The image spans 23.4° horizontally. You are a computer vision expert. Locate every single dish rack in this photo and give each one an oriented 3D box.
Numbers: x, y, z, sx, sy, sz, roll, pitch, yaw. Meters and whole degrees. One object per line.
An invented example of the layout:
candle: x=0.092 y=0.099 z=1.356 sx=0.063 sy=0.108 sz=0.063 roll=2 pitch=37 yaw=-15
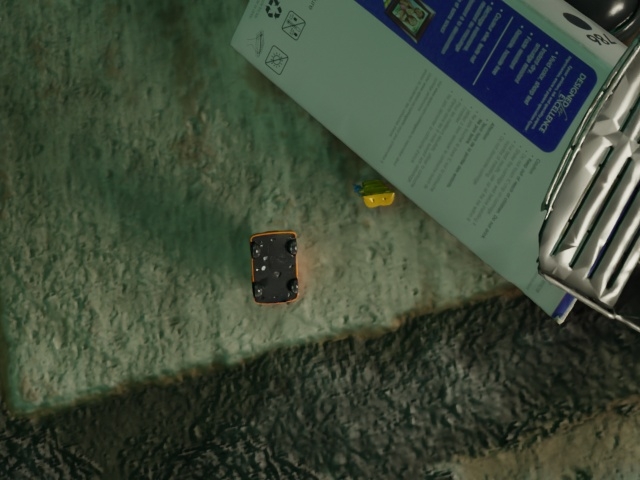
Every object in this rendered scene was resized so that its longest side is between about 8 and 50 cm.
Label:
dish rack: x=0.270 y=-0.006 z=0.913 sx=0.271 sy=0.074 sz=0.208 roll=29 pitch=89 yaw=-18

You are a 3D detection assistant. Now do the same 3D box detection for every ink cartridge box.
ink cartridge box: x=0.093 y=-0.110 z=1.052 sx=0.332 sy=0.065 sz=0.165 roll=43 pitch=120 yaw=24

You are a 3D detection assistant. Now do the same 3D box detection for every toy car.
toy car: x=0.000 y=0.000 z=1.121 sx=0.122 sy=0.060 sz=0.040 roll=-22 pitch=26 yaw=-1

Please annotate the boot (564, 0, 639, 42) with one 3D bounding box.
boot: x=0.138 y=-0.265 z=1.020 sx=0.094 sy=0.207 sz=0.246 roll=-18 pitch=73 yaw=17
